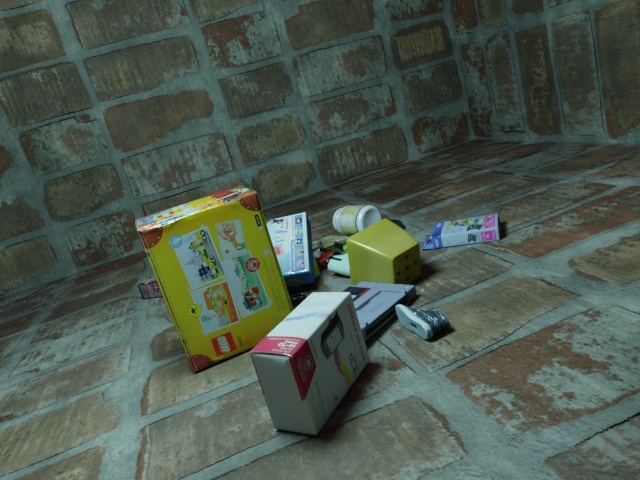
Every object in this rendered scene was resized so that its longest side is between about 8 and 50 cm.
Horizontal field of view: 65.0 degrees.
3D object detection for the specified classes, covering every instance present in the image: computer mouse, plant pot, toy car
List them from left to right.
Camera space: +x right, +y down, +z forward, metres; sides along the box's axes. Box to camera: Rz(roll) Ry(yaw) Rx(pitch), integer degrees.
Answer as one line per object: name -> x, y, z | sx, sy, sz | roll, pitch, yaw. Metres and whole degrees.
computer mouse -> -0.171, 0.246, 1.904 | 0.242, 0.041, 0.071 | -11, 24, -7
toy car -> 0.091, 0.054, 2.245 | 0.225, 0.053, 0.239 | -13, 17, 8
plant pot -> 0.242, 0.072, 1.809 | 0.212, 0.212, 0.187 | -27, 33, -33

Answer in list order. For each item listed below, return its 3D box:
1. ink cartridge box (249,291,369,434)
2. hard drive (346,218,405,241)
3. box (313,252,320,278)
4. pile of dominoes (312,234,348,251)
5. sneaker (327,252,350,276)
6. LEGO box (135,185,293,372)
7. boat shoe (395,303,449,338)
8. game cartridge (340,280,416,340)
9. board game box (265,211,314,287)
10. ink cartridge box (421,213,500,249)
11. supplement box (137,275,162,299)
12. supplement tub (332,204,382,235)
ink cartridge box -> -0.015, 0.292, 1.256 | 0.131, 0.225, 0.306 | -4, 21, 34
hard drive -> 0.259, -0.039, 2.384 | 0.255, 0.054, 0.172 | -27, 19, -32
box -> -0.093, 0.107, 2.142 | 0.178, 0.108, 0.042 | -3, 22, 38
pile of dominoes -> 0.000, 0.000, 2.346 | 0.196, 0.040, 0.251 | -23, 10, -18
sneaker -> 0.137, 0.060, 2.093 | 0.151, 0.094, 0.256 | 7, 30, 40
LEGO box -> -0.331, 0.117, 1.648 | 0.373, 0.499, 0.193 | -20, 18, -16
boat shoe -> 0.296, 0.228, 1.470 | 0.083, 0.065, 0.183 | -19, 22, -17
game cartridge -> 0.122, 0.221, 1.612 | 0.230, 0.068, 0.355 | 6, 23, 38
board game box -> -0.187, 0.053, 2.056 | 0.302, 0.086, 0.308 | -11, 51, 9
ink cartridge box -> 0.575, -0.036, 2.071 | 0.312, 0.065, 0.186 | -11, 17, 23
supplement box -> -0.782, 0.223, 2.466 | 0.188, 0.080, 0.104 | -10, 18, 22
supplement tub -> 0.166, -0.088, 2.285 | 0.144, 0.144, 0.200 | -27, 19, -33
